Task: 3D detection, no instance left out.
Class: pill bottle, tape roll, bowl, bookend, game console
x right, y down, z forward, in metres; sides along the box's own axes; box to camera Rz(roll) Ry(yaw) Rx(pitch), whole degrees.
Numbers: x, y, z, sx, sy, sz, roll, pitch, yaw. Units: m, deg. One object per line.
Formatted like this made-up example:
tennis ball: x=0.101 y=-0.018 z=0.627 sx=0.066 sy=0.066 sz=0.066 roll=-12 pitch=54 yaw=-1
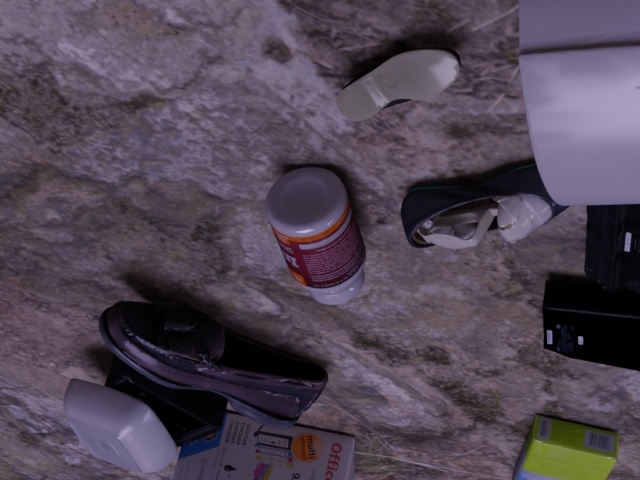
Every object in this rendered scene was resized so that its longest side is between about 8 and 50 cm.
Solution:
pill bottle: x=0.000 y=0.000 z=1.536 sx=0.086 sy=0.086 sz=0.152 roll=2 pitch=144 yaw=18
tape roll: x=0.256 y=-0.148 z=1.083 sx=0.169 sy=0.246 sz=0.246 roll=-1 pitch=144 yaw=21
bowl: x=-0.265 y=0.249 z=1.911 sx=0.142 sy=0.053 sz=0.142 roll=13 pitch=147 yaw=29
bookend: x=-0.226 y=0.203 z=1.930 sx=0.157 sy=0.072 sz=0.156 roll=34 pitch=142 yaw=-26
game console: x=0.335 y=0.039 z=1.498 sx=0.213 sy=0.044 sz=0.361 roll=6 pitch=150 yaw=12

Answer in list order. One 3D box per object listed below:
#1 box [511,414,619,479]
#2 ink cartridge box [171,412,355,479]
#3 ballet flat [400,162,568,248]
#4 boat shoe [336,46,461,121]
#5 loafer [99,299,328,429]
box: x=0.310 y=0.291 z=1.888 sx=0.109 sy=0.042 sz=0.178 roll=13 pitch=147 yaw=3
ink cartridge box: x=-0.079 y=0.356 z=2.011 sx=0.232 sy=0.171 sz=0.168 roll=10 pitch=146 yaw=5
ballet flat: x=0.170 y=-0.026 z=1.451 sx=0.203 sy=0.074 sz=0.074 roll=-9 pitch=140 yaw=30
boat shoe: x=0.074 y=-0.148 z=1.335 sx=0.133 sy=0.042 sz=0.049 roll=-20 pitch=109 yaw=39
loafer: x=-0.123 y=0.133 z=1.785 sx=0.302 sy=0.109 sz=0.095 roll=29 pitch=125 yaw=-31
